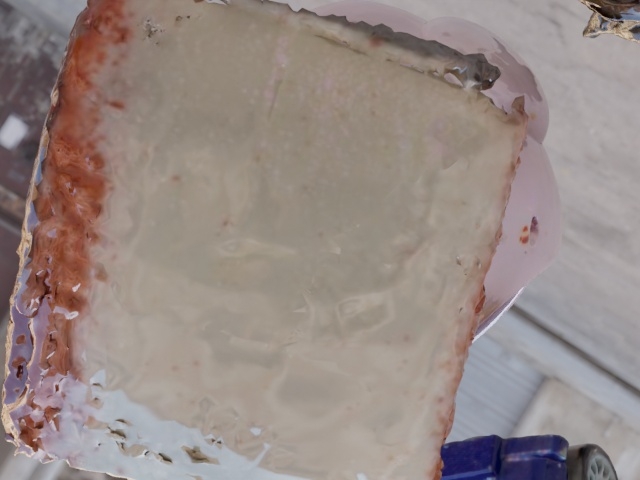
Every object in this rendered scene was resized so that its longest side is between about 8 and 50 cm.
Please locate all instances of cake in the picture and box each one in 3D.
[{"bbox_3d":[-0.029,0.022,0.519,0.158,0.160,0.262,14,171,-3],"label":"cake"}]

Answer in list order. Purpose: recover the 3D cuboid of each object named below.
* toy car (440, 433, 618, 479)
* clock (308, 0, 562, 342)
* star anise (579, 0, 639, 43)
[{"bbox_3d":[0.133,0.248,0.884,0.172,0.158,0.235,-16,130,32],"label":"toy car"},{"bbox_3d":[0.000,0.000,0.920,0.250,0.368,0.376,53,-159,15],"label":"clock"},{"bbox_3d":[0.306,-0.202,0.971,0.288,0.088,0.288,6,167,1],"label":"star anise"}]
